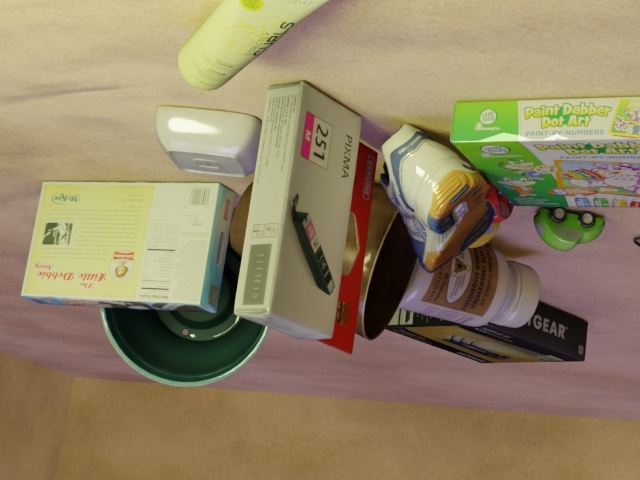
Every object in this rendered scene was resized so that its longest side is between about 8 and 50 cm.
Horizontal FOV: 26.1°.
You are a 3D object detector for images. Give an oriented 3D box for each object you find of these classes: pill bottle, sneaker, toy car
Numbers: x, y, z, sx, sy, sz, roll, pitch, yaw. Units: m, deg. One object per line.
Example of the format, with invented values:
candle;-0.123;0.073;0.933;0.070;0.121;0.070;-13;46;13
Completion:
pill bottle;0.218;0.062;2.122;0.229;0.131;0.131;15;164;-27
sneaker;0.141;-0.058;1.746;0.131;0.112;0.296;47;168;18
toy car;0.283;-0.021;1.911;0.224;0.053;0.239;9;166;-4

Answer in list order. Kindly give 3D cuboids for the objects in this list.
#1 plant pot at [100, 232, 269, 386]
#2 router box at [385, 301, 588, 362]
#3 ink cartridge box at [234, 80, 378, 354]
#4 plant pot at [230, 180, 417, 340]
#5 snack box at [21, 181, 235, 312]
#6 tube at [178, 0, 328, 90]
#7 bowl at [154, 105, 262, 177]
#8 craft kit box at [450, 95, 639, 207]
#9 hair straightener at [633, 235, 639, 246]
plant pot;-0.209;0.092;2.263;0.271;0.272;0.255;8;180;0
router box;0.308;0.158;2.550;0.242;0.081;0.308;-6;160;44
ink cartridge box;0.008;-0.018;1.629;0.060;0.275;0.239;-3;163;37
plant pot;0.000;0.000;1.914;0.230;0.215;0.215;19;170;18
snack box;-0.294;0.008;2.084;0.321;0.187;0.060;2;165;25
tube;-0.073;-0.214;1.356;0.070;0.062;0.240;-30;-179;-30
bowl;-0.141;-0.121;1.765;0.141;0.053;0.142;7;167;7
craft kit box;0.309;-0.098;1.599;0.249;0.061;0.246;1;162;27
hair straightener;0.512;0.040;2.033;0.089;0.047;0.230;-1;163;31
